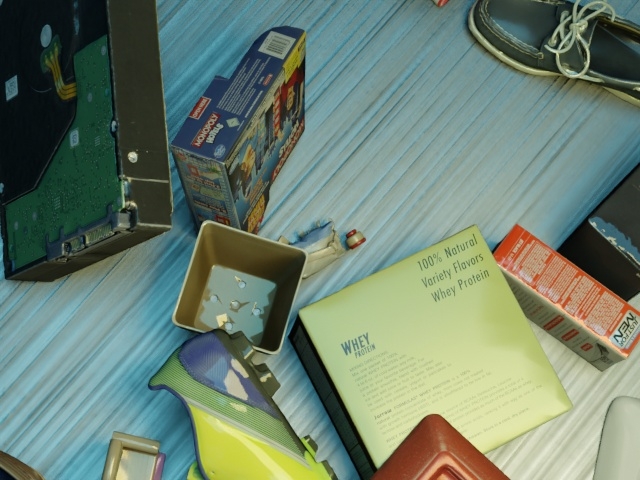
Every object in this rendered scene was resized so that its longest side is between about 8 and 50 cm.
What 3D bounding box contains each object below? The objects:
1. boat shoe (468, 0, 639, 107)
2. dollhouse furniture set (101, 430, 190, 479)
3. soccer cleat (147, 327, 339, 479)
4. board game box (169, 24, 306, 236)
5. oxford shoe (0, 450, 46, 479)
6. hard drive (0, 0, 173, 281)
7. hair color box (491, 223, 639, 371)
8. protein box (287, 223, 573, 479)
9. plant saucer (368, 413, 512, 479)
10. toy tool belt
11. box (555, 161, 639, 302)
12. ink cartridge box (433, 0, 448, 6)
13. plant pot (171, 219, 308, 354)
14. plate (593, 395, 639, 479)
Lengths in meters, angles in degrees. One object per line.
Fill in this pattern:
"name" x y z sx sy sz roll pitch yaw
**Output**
"boat shoe" 0.281 -0.206 1.806 0.255 0.079 0.095 25 76 0
"dollhouse furniture set" -0.078 0.342 1.578 0.303 0.198 0.286 13 76 -4
"soccer cleat" -0.057 0.220 1.612 0.121 0.093 0.289 -32 93 -3
"board game box" -0.078 -0.087 1.703 0.060 0.194 0.194 20 53 13
"oxford shoe" -0.416 0.195 1.557 0.364 0.133 0.130 14 72 -3
"hard drive" -0.238 -0.147 1.663 0.064 0.237 0.339 5 73 -37
"hair color box" 0.243 0.059 1.733 0.167 0.093 0.053 37 76 3
"protein box" 0.103 0.126 1.679 0.200 0.136 0.201 -26 81 -11
"plant saucer" 0.117 0.331 1.547 0.259 0.048 0.258 42 78 3
"toy tool belt" 0.000 0.000 1.743 0.083 0.052 0.051 -32 90 -13
"box" 0.334 -0.025 1.729 0.093 0.156 0.158 43 77 6
"ink cartridge box" 0.192 -0.377 1.789 0.237 0.172 0.100 -41 84 -13
"plant pot" -0.082 0.055 1.697 0.109 0.096 0.109 17 75 -3
"plate" 0.399 0.318 1.714 0.278 0.045 0.277 16 76 -2
